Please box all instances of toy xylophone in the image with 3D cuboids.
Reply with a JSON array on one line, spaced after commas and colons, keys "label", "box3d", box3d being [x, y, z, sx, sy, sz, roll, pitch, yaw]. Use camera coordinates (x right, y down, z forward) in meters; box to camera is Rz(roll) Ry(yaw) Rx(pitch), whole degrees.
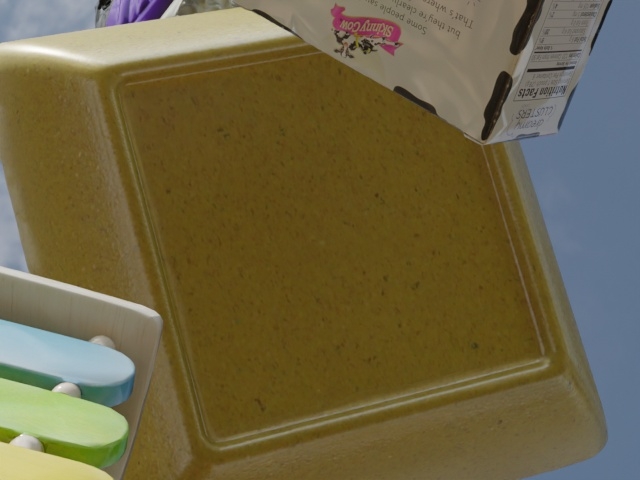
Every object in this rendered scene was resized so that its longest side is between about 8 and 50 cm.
[{"label": "toy xylophone", "box3d": [-0.185, 0.094, 0.562, 0.236, 0.323, 0.081, 11, -70, -2]}]

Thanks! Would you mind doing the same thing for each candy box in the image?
[{"label": "candy box", "box3d": [0.063, -0.167, 0.700, 0.165, 0.070, 0.196, 34, -63, 30]}]

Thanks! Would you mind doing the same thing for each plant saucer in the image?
[{"label": "plant saucer", "box3d": [0.000, 0.000, 0.908, 0.332, 0.081, 0.333, -12, -101, -21]}]

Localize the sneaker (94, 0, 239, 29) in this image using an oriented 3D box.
[{"label": "sneaker", "box3d": [-0.120, -0.211, 1.306, 0.293, 0.146, 0.102, -55, -45, -6]}]
